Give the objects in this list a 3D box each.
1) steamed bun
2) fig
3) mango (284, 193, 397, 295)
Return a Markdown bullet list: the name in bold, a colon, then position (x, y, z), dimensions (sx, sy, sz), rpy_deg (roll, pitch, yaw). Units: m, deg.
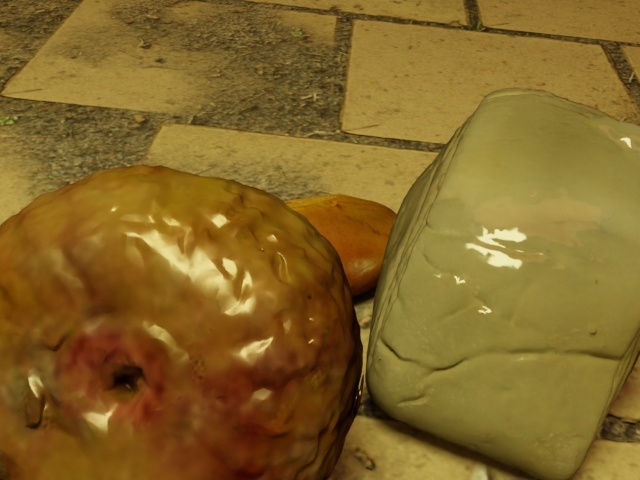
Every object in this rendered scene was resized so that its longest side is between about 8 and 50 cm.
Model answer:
- **steamed bun**: position (0.193, -0.002, 0.737), dimensions (0.247, 0.236, 0.383), rpy_deg (23, 43, 11)
- **fig**: position (-0.096, 0.074, 0.636), dimensions (0.286, 0.286, 0.368), rpy_deg (11, 9, 8)
- **mango**: position (0.000, 0.006, 0.839), dimensions (0.217, 0.102, 0.141), rpy_deg (-9, 14, -31)
